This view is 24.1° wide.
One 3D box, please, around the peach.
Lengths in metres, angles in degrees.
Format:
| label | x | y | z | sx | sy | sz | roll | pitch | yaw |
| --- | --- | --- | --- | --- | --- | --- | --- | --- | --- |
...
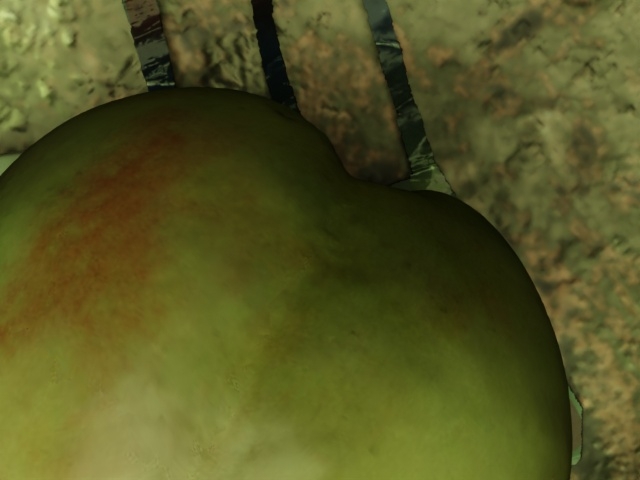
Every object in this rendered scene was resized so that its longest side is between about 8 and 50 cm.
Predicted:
| label | x | y | z | sx | sy | sz | roll | pitch | yaw |
| --- | --- | --- | --- | --- | --- | --- | --- | --- | --- |
| peach | -0.040 | 0.087 | 0.646 | 0.292 | 0.247 | 0.292 | 1 | 87 | -28 |

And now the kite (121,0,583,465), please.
| label | x | y | z | sx | sy | sz | roll | pitch | yaw |
| --- | --- | --- | --- | --- | --- | --- | --- | --- | --- |
| kite | 0.000 | 0.001 | 0.766 | 0.204 | 0.022 | 0.361 | -19 | 101 | 2 |

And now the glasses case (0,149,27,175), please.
| label | x | y | z | sx | sy | sz | roll | pitch | yaw |
| --- | --- | --- | --- | --- | --- | --- | --- | --- | --- |
| glasses case | -0.146 | 0.036 | 0.760 | 0.063 | 0.041 | 0.164 | 0 | 101 | -3 |
